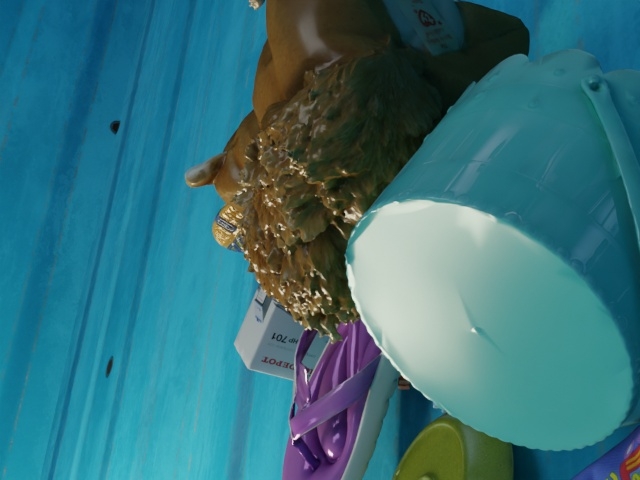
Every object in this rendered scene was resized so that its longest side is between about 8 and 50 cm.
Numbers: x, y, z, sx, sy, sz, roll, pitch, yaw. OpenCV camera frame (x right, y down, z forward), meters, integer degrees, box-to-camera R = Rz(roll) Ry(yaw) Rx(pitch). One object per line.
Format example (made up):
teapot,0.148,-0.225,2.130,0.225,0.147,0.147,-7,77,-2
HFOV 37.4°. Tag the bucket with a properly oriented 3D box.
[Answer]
bucket,0.168,0.015,0.737,0.183,0.281,0.281,-45,8,-33

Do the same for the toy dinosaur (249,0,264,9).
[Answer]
toy dinosaur,-0.033,-0.533,1.807,0.295,0.127,0.200,-47,27,33

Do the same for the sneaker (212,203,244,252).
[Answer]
sneaker,-0.081,-0.096,1.634,0.296,0.112,0.131,-46,20,36

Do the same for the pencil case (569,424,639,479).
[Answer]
pencil case,0.210,0.258,0.716,0.306,0.119,0.133,-55,33,33

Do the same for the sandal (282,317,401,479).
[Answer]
sandal,0.019,0.136,1.094,0.416,0.102,0.169,-67,25,12

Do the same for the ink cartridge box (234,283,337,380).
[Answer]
ink cartridge box,-0.014,0.092,1.281,0.190,0.140,0.082,-67,26,11

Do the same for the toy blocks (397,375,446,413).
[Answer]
toy blocks,0.118,0.132,1.080,0.123,0.054,0.148,-39,40,49

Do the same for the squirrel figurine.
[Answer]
squirrel figurine,-0.009,-0.101,1.006,0.370,0.281,0.397,-40,27,44

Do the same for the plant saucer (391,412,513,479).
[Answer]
plant saucer,0.112,0.273,0.950,0.241,0.037,0.240,-157,90,-77
